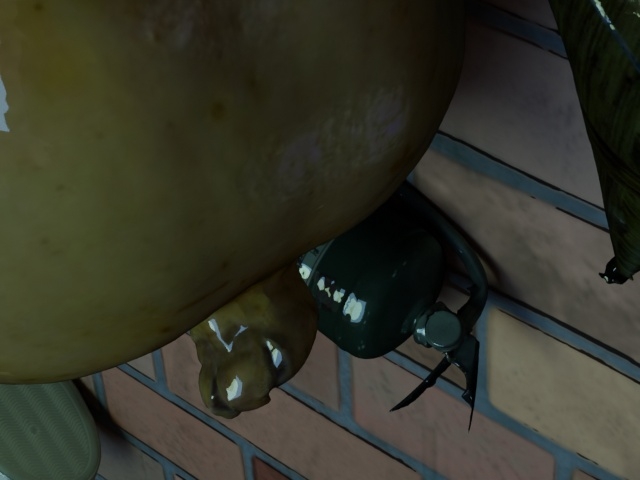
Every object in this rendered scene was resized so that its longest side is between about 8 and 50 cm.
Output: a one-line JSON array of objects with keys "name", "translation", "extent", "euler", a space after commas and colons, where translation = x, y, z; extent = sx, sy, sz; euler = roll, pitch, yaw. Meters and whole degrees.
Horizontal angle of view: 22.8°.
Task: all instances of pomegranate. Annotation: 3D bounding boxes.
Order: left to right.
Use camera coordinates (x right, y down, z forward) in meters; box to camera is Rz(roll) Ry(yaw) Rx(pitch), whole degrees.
[{"name": "pomegranate", "translation": [-0.118, -0.099, 0.768], "extent": [0.411, 0.411, 0.411], "euler": [31, 141, 29]}]

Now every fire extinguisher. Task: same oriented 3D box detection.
[{"name": "fire extinguisher", "translation": [0.000, 0.000, 0.984], "extent": [0.294, 0.118, 0.093], "euler": [36, 178, 23]}]

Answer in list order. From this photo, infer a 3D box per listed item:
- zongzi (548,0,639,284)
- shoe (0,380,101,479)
[{"name": "zongzi", "translation": [0.128, -0.108, 0.712], "extent": [0.221, 0.112, 0.242], "euler": [47, 147, 5]}, {"name": "shoe", "translation": [-0.349, 0.132, 1.496], "extent": [0.363, 0.132, 0.160], "euler": [45, 146, 18]}]
